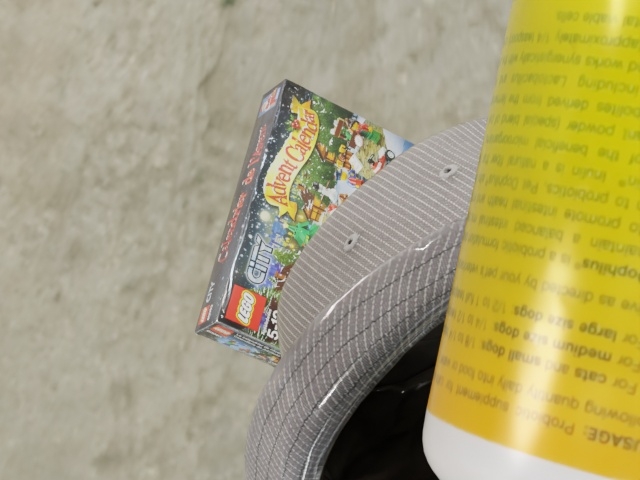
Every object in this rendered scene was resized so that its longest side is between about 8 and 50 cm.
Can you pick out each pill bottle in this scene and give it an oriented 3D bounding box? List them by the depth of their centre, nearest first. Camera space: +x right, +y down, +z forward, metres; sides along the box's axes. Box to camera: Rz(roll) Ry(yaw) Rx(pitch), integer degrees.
[{"bbox_3d":[0.093,0.004,0.390,0.117,0.117,0.215,12,92,-2],"label":"pill bottle"}]

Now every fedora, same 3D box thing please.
[{"bbox_3d":[0.088,0.030,0.680,0.275,0.124,0.243,-38,134,16],"label":"fedora"}]

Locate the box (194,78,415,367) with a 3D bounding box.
[{"bbox_3d":[0.000,0.000,1.373,0.159,0.233,0.044,25,153,-22],"label":"box"}]
